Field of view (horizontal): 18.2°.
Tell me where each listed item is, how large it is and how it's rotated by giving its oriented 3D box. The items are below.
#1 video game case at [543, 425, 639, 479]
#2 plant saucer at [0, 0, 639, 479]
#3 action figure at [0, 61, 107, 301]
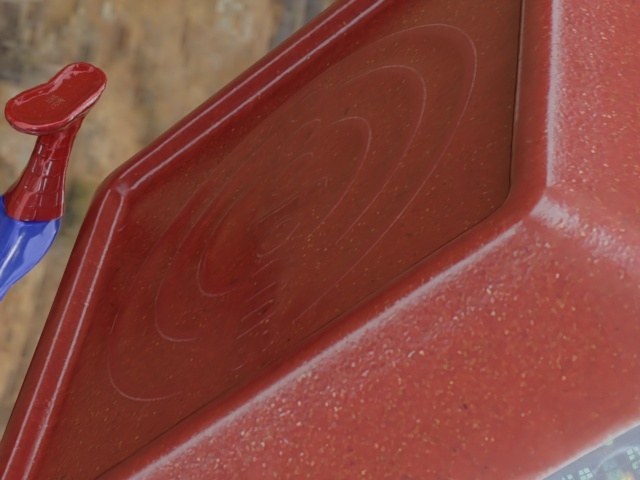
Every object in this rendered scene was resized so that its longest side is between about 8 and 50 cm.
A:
[{"bbox_3d":[0.138,0.120,1.296,0.190,0.173,0.022,-18,164,-27],"label":"video game case"},{"bbox_3d":[0.000,0.000,0.567,0.048,0.259,0.258,45,29,-21],"label":"plant saucer"},{"bbox_3d":[-0.174,0.056,0.720,0.139,0.091,0.280,-33,152,-46],"label":"action figure"}]
